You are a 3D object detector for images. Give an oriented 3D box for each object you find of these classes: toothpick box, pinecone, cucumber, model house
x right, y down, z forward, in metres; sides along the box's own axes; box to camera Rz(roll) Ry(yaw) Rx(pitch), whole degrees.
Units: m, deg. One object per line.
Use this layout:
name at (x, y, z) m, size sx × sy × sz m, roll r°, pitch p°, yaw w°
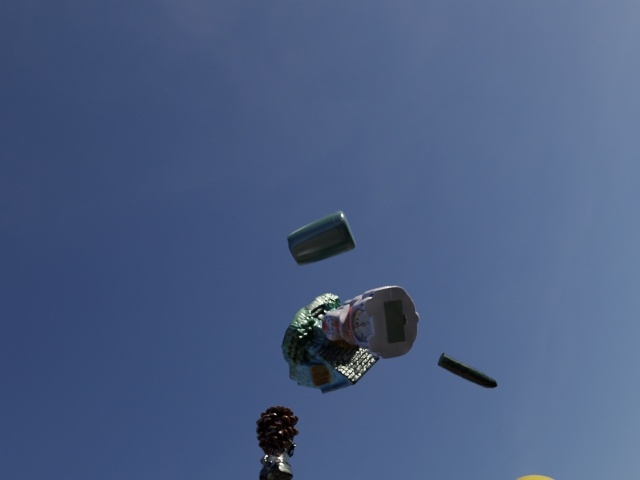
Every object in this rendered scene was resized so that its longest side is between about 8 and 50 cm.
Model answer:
toothpick box at (0.000, 0.000, 2.081) m, size 0.184 × 0.120 × 0.120 m, roll -22°, pitch -38°, yaw 5°
pinecone at (-0.100, 0.428, 1.619) m, size 0.109 × 0.102 × 0.102 m, roll -63°, pitch -21°, yaw -48°
cucumber at (0.308, 0.276, 1.508) m, size 0.032 × 0.133 × 0.032 m, roll -63°, pitch 3°, yaw 5°
model house at (0.062, 0.309, 2.099) m, size 0.261 × 0.241 × 0.226 m, roll -38°, pitch -51°, yaw -44°

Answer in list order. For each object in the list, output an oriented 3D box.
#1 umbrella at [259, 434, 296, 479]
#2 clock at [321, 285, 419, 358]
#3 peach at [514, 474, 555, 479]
umbrella at (-0.100, 0.510, 1.719) m, size 0.224 × 0.080 × 0.071 m, roll -81°, pitch 5°, yaw -73°
clock at (0.114, 0.216, 1.931) m, size 0.188 × 0.254 × 0.189 m, roll 4°, pitch -97°, yaw -36°
peach at (0.590, 0.762, 1.989) m, size 0.231 × 0.231 × 0.231 m, roll -29°, pitch -43°, yaw -32°
